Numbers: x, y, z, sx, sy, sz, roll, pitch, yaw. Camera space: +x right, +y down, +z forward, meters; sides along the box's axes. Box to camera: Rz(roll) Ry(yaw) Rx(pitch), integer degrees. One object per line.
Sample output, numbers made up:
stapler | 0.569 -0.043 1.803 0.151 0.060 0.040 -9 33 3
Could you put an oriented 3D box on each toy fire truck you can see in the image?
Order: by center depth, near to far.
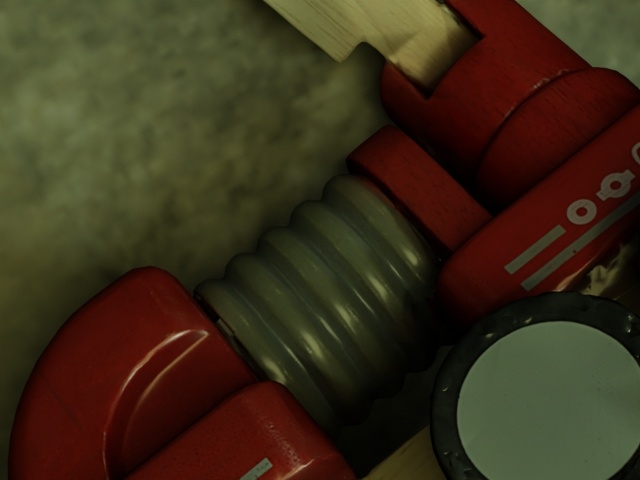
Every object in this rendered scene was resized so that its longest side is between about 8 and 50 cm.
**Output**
toy fire truck | 0.000 0.000 0.487 0.217 0.246 0.158 -38 147 -5
